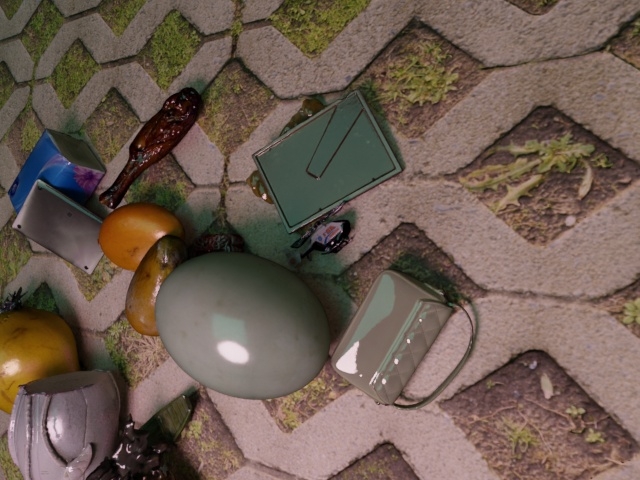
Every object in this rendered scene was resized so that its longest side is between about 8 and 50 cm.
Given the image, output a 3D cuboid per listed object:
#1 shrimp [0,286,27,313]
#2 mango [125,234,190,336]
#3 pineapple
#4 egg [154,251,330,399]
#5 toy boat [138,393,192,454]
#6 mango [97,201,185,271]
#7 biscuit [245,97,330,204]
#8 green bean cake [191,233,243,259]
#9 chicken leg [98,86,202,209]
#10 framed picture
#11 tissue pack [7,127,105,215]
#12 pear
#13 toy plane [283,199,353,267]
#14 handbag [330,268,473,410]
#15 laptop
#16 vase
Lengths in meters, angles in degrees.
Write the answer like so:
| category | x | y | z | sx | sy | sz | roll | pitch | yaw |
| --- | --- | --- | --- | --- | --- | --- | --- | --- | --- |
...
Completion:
| category | x | y | z | sx | sy | sz | roll | pitch | yaw |
| --- | --- | --- | --- | --- | --- | --- | --- | --- | --- |
| shrimp | -1.105 | 0.276 | 1.352 | 0.137 | 0.172 | 0.372 | 40 | 109 | 31 |
| mango | -0.388 | 0.106 | 0.984 | 0.193 | 0.146 | 0.317 | -101 | 29 | -47 |
| pineapple | -0.411 | 0.587 | 0.922 | 0.222 | 0.222 | 0.358 | -32 | 74 | 20 |
| egg | -0.162 | 0.165 | 0.826 | 0.388 | 0.276 | 0.277 | 21 | 93 | 22 |
| toy boat | -0.409 | 0.491 | 1.033 | 0.293 | 0.055 | 0.093 | -45 | 66 | 16 |
| mango | -0.473 | -0.019 | 1.089 | 0.256 | 0.138 | 0.188 | -21 | 86 | 29 |
| biscuit | -0.046 | -0.189 | 0.949 | 0.187 | 0.036 | 0.274 | 41 | 101 | 20 |
| green bean cake | -0.261 | 0.050 | 1.017 | 0.135 | 0.056 | 0.136 | -5 | 81 | 28 |
| chicken leg | -0.469 | -0.256 | 1.126 | 0.407 | 0.095 | 0.158 | -48 | 35 | 6 |
| framed picture | 0.005 | -0.173 | 0.896 | 0.289 | 0.020 | 0.212 | -29 | 82 | 16 |
| tissue pack | -0.848 | -0.185 | 1.295 | 0.198 | 0.146 | 0.263 | 46 | 104 | 25 |
| pear | -0.852 | 0.360 | 1.180 | 0.284 | 0.285 | 0.337 | -1 | 123 | 27 |
| toy plane | 0.000 | 0.001 | 0.888 | 0.197 | 0.053 | 0.078 | -39 | 75 | 24 |
| handbag | 0.160 | 0.197 | 0.778 | 0.219 | 0.079 | 0.256 | 32 | 98 | 16 |
| laptop | -0.775 | -0.037 | 1.228 | 0.269 | 0.015 | 0.188 | 35 | 103 | -10 |
| vase | -0.641 | 0.574 | 1.038 | 0.249 | 0.249 | 0.447 | -1 | 91 | 27 |
